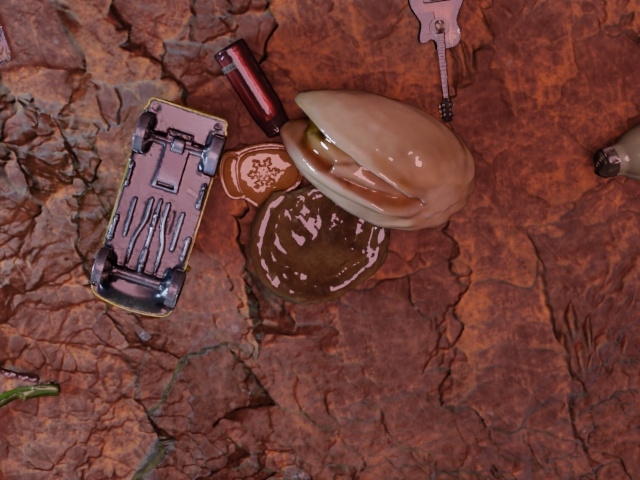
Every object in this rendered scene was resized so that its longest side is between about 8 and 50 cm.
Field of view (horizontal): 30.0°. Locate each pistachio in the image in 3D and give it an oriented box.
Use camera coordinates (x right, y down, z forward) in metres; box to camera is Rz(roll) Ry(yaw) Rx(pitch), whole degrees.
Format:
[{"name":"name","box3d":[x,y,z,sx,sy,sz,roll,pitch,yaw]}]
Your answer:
[{"name":"pistachio","box3d":[0.092,-0.135,1.875,0.318,0.214,0.193,31,118,0]}]

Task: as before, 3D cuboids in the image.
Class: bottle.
[{"name":"bottle","box3d":[-0.104,-0.240,1.909,0.060,0.060,0.164,-31,103,3]}]

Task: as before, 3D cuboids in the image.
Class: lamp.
[{"name":"lamp","box3d":[0.567,-0.154,1.956,0.250,0.101,0.101,-15,103,-9]}]

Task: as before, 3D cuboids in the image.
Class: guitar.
[{"name":"guitar","box3d":[0.195,-0.308,1.932,0.088,0.025,0.233,-8,104,-3]}]

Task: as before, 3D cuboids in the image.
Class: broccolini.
[{"name":"broccolini","box3d":[-0.541,0.333,2.004,0.271,0.062,0.123,-32,112,0]}]

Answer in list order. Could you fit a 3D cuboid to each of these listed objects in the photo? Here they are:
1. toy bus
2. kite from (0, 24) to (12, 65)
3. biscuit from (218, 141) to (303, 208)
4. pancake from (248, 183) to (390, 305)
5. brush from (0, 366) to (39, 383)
[{"name":"toy bus","box3d":[-0.250,-0.053,1.889,0.144,0.152,0.330,18,98,-2]},{"name":"kite","box3d":[-0.560,-0.319,1.879,0.160,0.010,0.183,26,99,-9]},{"name":"biscuit","box3d":[-0.094,-0.101,1.955,0.140,0.023,0.118,-15,102,-2]},{"name":"pancake","box3d":[0.001,0.000,1.965,0.236,0.042,0.223,1,100,-13]},{"name":"brush","box3d":[-0.606,0.185,1.954,0.301,0.084,0.071,21,99,-14]}]
